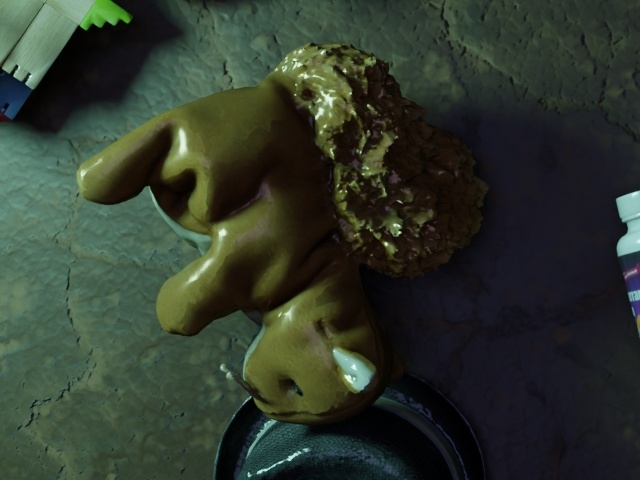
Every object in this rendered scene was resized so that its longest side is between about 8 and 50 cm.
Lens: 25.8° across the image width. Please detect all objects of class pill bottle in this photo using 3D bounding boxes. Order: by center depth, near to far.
[{"bbox_3d":[0.394,0.036,1.565,0.108,0.108,0.193,-15,85,12],"label":"pill bottle"}]

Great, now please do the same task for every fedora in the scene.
[{"bbox_3d":[0.022,0.291,1.618,0.334,0.152,0.334,0,88,12],"label":"fedora"}]

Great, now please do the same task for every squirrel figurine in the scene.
[{"bbox_3d":[0.000,0.000,1.562,0.397,0.281,0.370,-33,78,5],"label":"squirrel figurine"}]

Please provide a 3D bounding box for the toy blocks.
[{"bbox_3d":[-0.461,-0.277,1.696,0.381,0.191,0.261,34,91,-16],"label":"toy blocks"}]
